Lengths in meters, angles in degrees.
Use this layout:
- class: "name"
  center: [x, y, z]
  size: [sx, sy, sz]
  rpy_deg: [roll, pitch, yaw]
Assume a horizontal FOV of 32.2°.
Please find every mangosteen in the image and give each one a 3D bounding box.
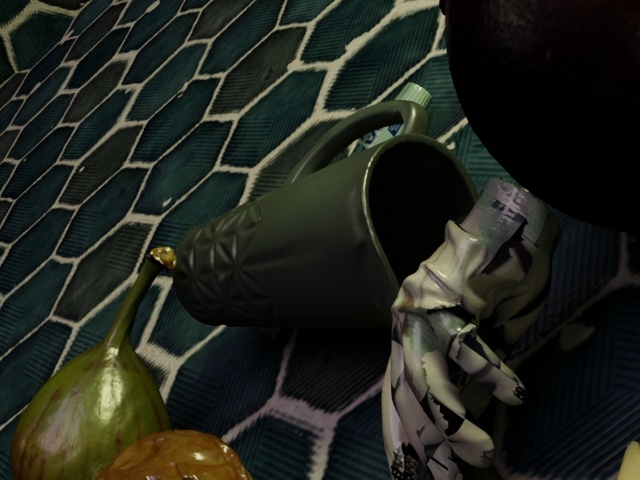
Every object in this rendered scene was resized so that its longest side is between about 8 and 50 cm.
- class: "mangosteen"
  center: [0.253, -0.151, 0.719]
  size: [0.346, 0.307, 0.307]
  rpy_deg: [14, 59, 23]

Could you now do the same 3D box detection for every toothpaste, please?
- class: "toothpaste"
  center: [0.019, -0.033, 1.110]
  size: [0.297, 0.048, 0.074]
  rpy_deg: [-55, 31, -10]

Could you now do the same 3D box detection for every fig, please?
- class: "fig"
  center: [-0.204, 0.130, 1.016]
  size: [0.151, 0.151, 0.259]
  rpy_deg: [13, 99, 58]

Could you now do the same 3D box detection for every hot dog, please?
- class: "hot dog"
  center: [-0.151, 0.252, 0.821]
  size: [0.196, 0.122, 0.272]
  rpy_deg: [-13, 16, 19]

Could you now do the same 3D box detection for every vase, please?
- class: "vase"
  center: [0.000, 0.000, 0.964]
  size: [0.300, 0.156, 0.251]
  rpy_deg: [-13, 55, 46]

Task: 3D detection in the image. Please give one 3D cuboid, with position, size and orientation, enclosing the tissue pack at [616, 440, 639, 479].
- class: "tissue pack"
  center: [0.201, 0.207, 0.508]
  size: [0.186, 0.090, 0.222]
  rpy_deg: [-8, 48, 46]

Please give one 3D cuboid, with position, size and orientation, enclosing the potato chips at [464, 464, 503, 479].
- class: "potato chips"
  center: [0.083, 0.238, 0.697]
  size: [0.142, 0.026, 0.209]
  rpy_deg: [1, 54, 51]

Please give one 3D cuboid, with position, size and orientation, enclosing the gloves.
- class: "gloves"
  center: [0.092, 0.070, 0.758]
  size: [0.212, 0.111, 0.127]
  rpy_deg: [-56, 3, -6]
